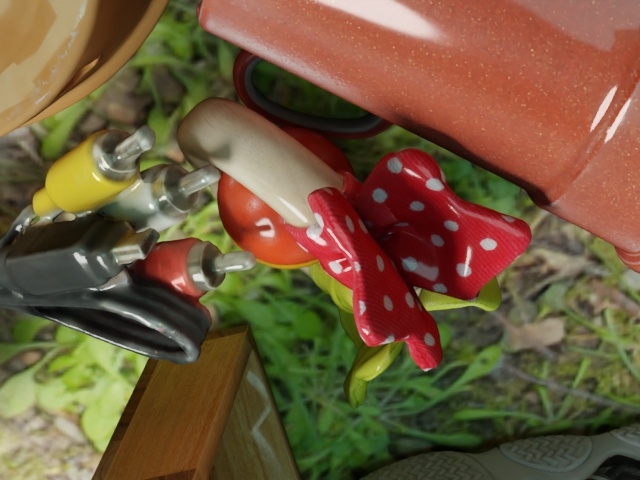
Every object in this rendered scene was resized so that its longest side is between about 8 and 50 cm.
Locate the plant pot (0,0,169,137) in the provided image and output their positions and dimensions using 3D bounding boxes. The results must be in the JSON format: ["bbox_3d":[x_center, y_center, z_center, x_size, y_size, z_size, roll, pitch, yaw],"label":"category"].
[{"bbox_3d":[-0.205,-0.168,0.804,0.290,0.203,0.291,-2,114,-4],"label":"plant pot"}]

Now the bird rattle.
[{"bbox_3d":[0.000,0.000,0.886,0.207,0.253,0.143,36,90,13],"label":"bird rattle"}]

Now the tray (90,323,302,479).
[{"bbox_3d":[-0.030,0.282,0.998,0.076,0.203,0.411,-13,109,11],"label":"tray"}]

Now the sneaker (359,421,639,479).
[{"bbox_3d":[0.199,0.240,1.069,0.365,0.137,0.210,-6,116,3],"label":"sneaker"}]

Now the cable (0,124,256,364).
[{"bbox_3d":[-0.160,0.009,0.915,0.287,0.072,0.139,-5,132,41],"label":"cable"}]

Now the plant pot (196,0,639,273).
[{"bbox_3d":[0.093,-0.154,0.817,0.265,0.272,0.272,20,111,-5],"label":"plant pot"}]

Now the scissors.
[{"bbox_3d":[0.097,-0.090,0.970,0.297,0.021,0.109,15,110,-13],"label":"scissors"}]
